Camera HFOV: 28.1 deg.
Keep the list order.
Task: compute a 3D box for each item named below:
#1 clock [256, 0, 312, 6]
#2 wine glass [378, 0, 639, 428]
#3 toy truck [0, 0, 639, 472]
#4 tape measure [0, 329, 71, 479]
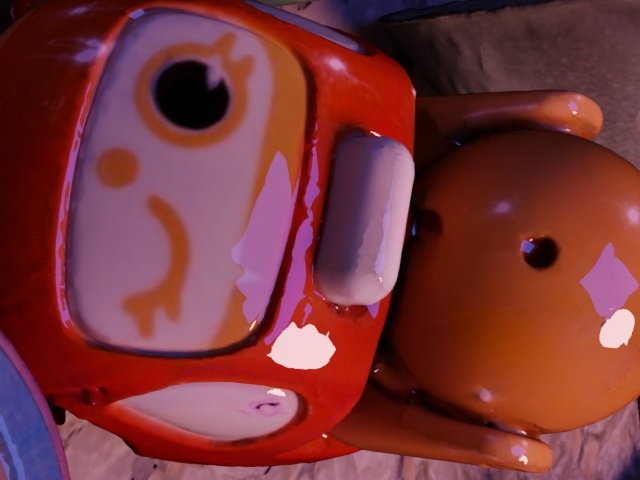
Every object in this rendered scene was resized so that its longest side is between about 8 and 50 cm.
[{"bbox_3d":[0.011,-0.212,0.648,0.188,0.060,0.148,-37,116,-41],"label":"clock"},{"bbox_3d":[0.181,0.059,0.687,0.267,0.267,0.406,-15,102,-46],"label":"wine glass"},{"bbox_3d":[0.000,0.000,0.505,0.265,0.239,0.189,21,75,-45],"label":"toy truck"},{"bbox_3d":[-0.199,0.084,0.366,0.231,0.149,0.245,-29,104,-40],"label":"tape measure"}]
